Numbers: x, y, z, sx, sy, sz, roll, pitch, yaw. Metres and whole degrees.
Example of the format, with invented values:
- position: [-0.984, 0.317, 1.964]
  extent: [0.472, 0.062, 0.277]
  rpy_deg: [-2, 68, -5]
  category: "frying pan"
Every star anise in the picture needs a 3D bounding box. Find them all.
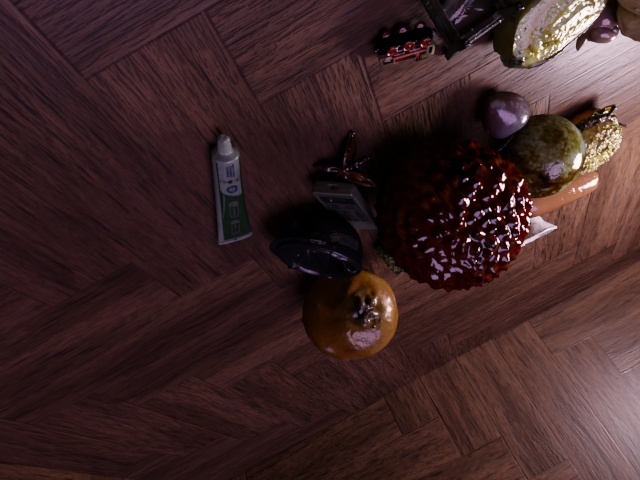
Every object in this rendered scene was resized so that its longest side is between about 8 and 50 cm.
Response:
- position: [0.082, -0.192, 1.386]
  extent: [0.140, 0.158, 0.144]
  rpy_deg: [-32, -179, 24]
  category: "star anise"

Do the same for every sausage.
- position: [0.853, -0.177, 1.890]
  extent: [0.304, 0.121, 0.121]
  rpy_deg: [-22, 147, -6]
  category: "sausage"

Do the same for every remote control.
- position: [0.076, -0.089, 1.464]
  extent: [0.123, 0.038, 0.285]
  rpy_deg: [9, 164, 21]
  category: "remote control"

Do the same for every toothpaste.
- position: [-0.222, -0.114, 1.287]
  extent: [0.099, 0.061, 0.392]
  rpy_deg: [-17, 149, -16]
  category: "toothpaste"

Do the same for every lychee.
- position: [0.371, -0.066, 1.441]
  extent: [0.424, 0.424, 0.500]
  rpy_deg: [-43, 140, 23]
  category: "lychee"

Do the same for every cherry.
- position: [0.479, -0.326, 1.439]
  extent: [0.188, 0.115, 0.148]
  rpy_deg: [-40, 164, 28]
  category: "cherry"

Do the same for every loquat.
- position: [0.099, 0.243, 1.754]
  extent: [0.328, 0.328, 0.328]
  rpy_deg: [-18, 146, -13]
  category: "loquat"

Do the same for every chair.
- position: [0.302, -0.488, 1.099]
  extent: [0.136, 0.147, 0.270]
  rpy_deg: [-33, -170, 14]
  category: "chair"

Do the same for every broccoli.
- position: [0.264, 0.006, 1.741]
  extent: [0.194, 0.194, 0.220]
  rpy_deg: [9, 156, -42]
  category: "broccoli"

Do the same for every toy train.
- position: [0.183, -0.423, 1.141]
  extent: [0.138, 0.050, 0.087]
  rpy_deg: [-15, 163, 1]
  category: "toy train"

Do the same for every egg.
- position: [0.647, -0.241, 1.558]
  extent: [0.238, 0.238, 0.289]
  rpy_deg: [-19, 157, -12]
  category: "egg"

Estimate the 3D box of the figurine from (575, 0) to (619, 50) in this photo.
- position: [0.678, -0.541, 1.268]
  extent: [0.138, 0.125, 0.125]
  rpy_deg: [-47, 149, -11]
  category: "figurine"

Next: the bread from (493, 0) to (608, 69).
- position: [0.506, -0.516, 1.193]
  extent: [0.186, 0.124, 0.257]
  rpy_deg: [23, 124, -42]
  category: "bread"

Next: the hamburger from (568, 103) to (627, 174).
- position: [0.867, -0.318, 1.692]
  extent: [0.243, 0.138, 0.261]
  rpy_deg: [-31, 148, 8]
  category: "hamburger"

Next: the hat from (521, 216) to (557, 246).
- position: [0.775, -0.055, 1.980]
  extent: [0.203, 0.126, 0.203]
  rpy_deg: [-25, 168, -6]
  category: "hat"

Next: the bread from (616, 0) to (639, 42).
- position: [0.826, -0.577, 1.020]
  extent: [0.279, 0.390, 0.371]
  rpy_deg: [16, 109, -46]
  category: "bread"

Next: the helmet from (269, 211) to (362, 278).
- position: [0.000, 0.000, 1.493]
  extent: [0.279, 0.160, 0.230]
  rpy_deg: [30, 152, -30]
  category: "helmet"
